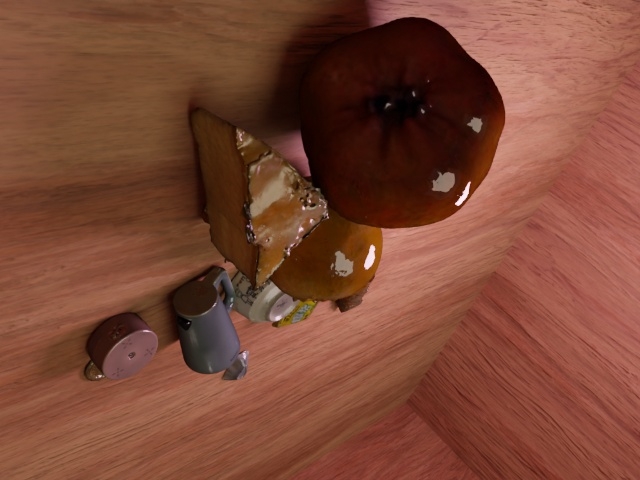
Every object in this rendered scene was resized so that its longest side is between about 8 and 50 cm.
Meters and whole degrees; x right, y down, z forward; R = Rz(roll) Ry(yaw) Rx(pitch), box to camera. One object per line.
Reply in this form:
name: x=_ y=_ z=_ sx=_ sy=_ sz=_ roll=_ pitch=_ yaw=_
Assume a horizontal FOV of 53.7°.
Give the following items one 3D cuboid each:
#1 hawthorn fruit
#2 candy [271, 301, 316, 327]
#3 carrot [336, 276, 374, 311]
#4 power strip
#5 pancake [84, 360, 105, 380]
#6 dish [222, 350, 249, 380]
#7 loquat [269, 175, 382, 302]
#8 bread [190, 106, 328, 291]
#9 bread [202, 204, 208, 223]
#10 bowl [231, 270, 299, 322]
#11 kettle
hawthorn fruit: x=0.157 y=-0.239 z=1.386 sx=0.472 sy=0.472 sz=0.472 roll=-34 pitch=151 yaw=-22
candy: x=-0.038 y=0.184 z=2.051 sx=0.297 sy=0.081 sz=0.187 roll=-22 pitch=147 yaw=-58
carrot: x=0.112 y=0.187 z=2.282 sx=0.102 sy=0.102 sz=0.263 roll=-25 pitch=154 yaw=-35
power strip: x=-0.473 y=0.252 z=1.516 sx=0.154 sy=0.078 sz=0.154 roll=-33 pitch=143 yaw=-29
pancake: x=-0.539 y=0.311 z=1.588 sx=0.115 sy=0.011 sz=0.115 roll=-35 pitch=153 yaw=-21
dish: x=-0.267 y=0.426 z=2.106 sx=0.091 sy=0.039 sz=0.137 roll=-14 pitch=140 yaw=-46
loquat: x=0.000 y=0.000 z=1.601 sx=0.328 sy=0.328 sz=0.328 roll=-34 pitch=151 yaw=-22
bread: x=-0.176 y=-0.078 z=1.276 sx=0.315 sy=0.248 sz=0.279 roll=29 pitch=99 yaw=-46
bread: x=-0.234 y=-0.068 z=1.465 sx=0.083 sy=0.046 sz=0.081 roll=-38 pitch=154 yaw=-18
bowl: x=-0.139 y=0.147 z=1.813 sx=0.238 sy=0.126 sz=0.238 roll=-36 pitch=152 yaw=-22
kettle: x=-0.289 y=0.202 z=1.669 sx=0.210 sy=0.160 sz=0.243 roll=-50 pitch=153 yaw=-35
